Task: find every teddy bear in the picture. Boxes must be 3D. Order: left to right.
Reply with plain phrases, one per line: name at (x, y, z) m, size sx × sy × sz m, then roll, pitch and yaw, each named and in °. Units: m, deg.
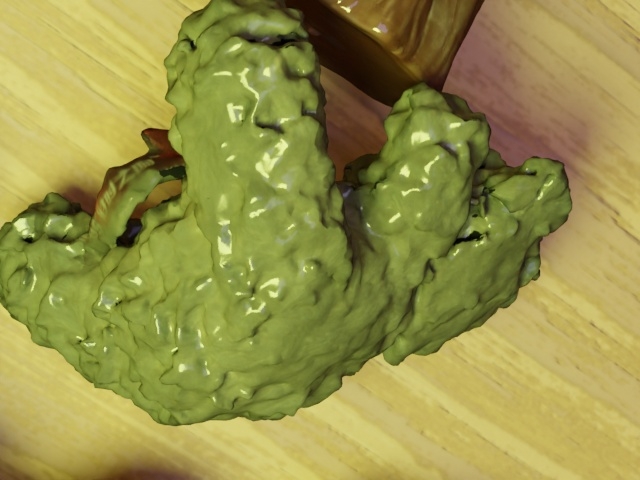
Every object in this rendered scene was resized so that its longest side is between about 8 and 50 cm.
teddy bear at (0.000, 0.000, 1.095) m, size 0.368 × 0.357 × 0.224 m, roll -5°, pitch 62°, yaw -42°

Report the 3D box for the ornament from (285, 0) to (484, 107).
ornament at (0.051, -0.237, 1.099) m, size 0.217 × 0.221 × 0.235 m, roll -56°, pitch 150°, yaw -5°
